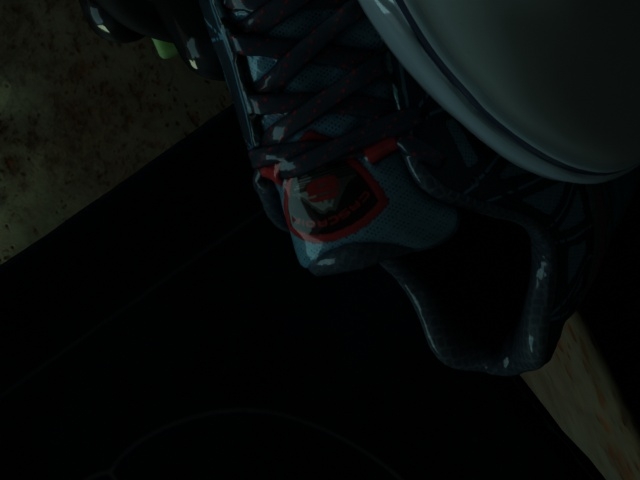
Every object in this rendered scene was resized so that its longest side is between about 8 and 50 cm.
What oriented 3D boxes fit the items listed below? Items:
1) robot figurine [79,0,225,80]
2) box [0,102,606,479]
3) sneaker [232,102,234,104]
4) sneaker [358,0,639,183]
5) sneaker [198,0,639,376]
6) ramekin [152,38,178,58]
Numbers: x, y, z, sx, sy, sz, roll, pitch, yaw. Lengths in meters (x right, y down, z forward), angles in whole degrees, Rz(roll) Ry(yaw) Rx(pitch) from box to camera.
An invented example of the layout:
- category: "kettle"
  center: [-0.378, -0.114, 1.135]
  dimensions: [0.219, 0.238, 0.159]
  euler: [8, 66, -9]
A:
- category: "robot figurine"
  center: [-0.051, -0.196, 0.660]
  dimensions: [0.278, 0.209, 0.173]
  euler: [65, -171, 26]
- category: "box"
  center: [-0.056, 0.282, 0.647]
  dimensions: [0.471, 0.480, 0.297]
  euler: [52, 173, 22]
- category: "sneaker"
  center: [0.011, -0.075, 1.288]
  dimensions: [0.343, 0.134, 0.146]
  euler: [52, -130, -76]
- category: "sneaker"
  center: [0.046, -0.118, 0.407]
  dimensions: [0.091, 0.094, 0.258]
  euler: [28, 152, 58]
- category: "sneaker"
  center: [0.022, -0.052, 0.500]
  dimensions: [0.262, 0.104, 0.125]
  euler: [45, -130, -32]
- category: "ramekin"
  center: [-0.103, -0.293, 1.080]
  dimensions: [0.303, 0.148, 0.303]
  euler: [156, 90, -87]
